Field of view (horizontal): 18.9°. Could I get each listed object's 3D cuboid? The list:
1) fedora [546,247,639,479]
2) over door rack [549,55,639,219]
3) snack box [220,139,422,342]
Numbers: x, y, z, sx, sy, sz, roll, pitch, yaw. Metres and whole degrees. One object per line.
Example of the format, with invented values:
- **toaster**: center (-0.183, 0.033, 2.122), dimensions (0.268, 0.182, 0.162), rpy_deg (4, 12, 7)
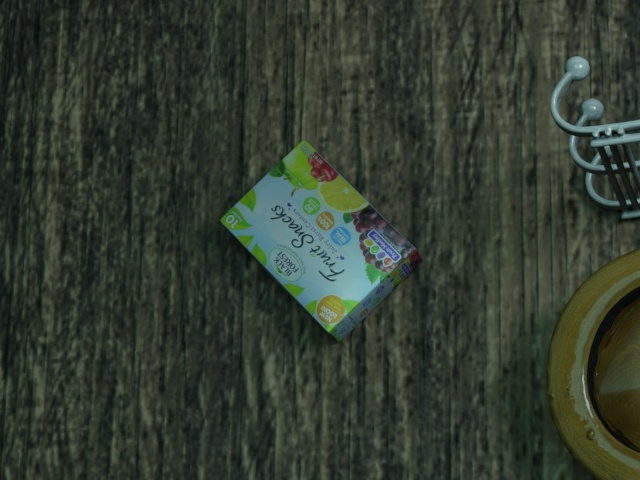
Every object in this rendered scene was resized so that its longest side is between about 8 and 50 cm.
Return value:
- **fedora**: center (0.266, 0.103, 1.467), dimensions (0.194, 0.079, 0.194), rpy_deg (-3, 78, 14)
- **over door rack**: center (0.348, -0.084, 1.425), dimensions (0.324, 0.239, 0.108), rpy_deg (4, 79, 16)
- **snack box**: center (0.000, 0.000, 1.590), dimensions (0.100, 0.037, 0.141), rpy_deg (-45, 68, -2)
